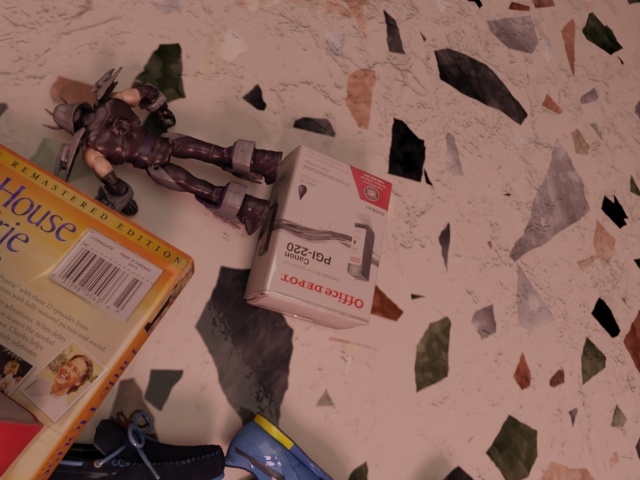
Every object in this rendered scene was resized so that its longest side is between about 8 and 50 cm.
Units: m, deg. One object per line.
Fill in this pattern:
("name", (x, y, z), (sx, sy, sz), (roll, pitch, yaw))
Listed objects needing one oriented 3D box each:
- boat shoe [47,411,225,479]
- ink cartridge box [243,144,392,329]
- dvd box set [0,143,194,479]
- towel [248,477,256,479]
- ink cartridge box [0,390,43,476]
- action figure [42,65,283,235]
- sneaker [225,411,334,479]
("boat shoe", (-0.226, 0.229, 0.497), (0.259, 0.109, 0.088), (4, 72, -28))
("ink cartridge box", (0.000, 0.000, 0.676), (0.159, 0.092, 0.217), (20, 71, -21))
("dvd box set", (-0.363, 0.112, 0.439), (0.308, 0.062, 0.420), (30, 65, 0))
("towel", (-0.107, 0.332, 0.584), (0.083, 0.009, 0.060), (-10, 81, -28))
("ink cartridge box", (-0.430, 0.195, 0.267), (0.279, 0.160, 0.384), (33, 66, 2))
("action figure", (-0.198, -0.103, 0.604), (0.285, 0.099, 0.185), (21, 76, -17))
("sneaker", (-0.031, 0.310, 0.597), (0.209, 0.069, 0.082), (45, 65, -8))
